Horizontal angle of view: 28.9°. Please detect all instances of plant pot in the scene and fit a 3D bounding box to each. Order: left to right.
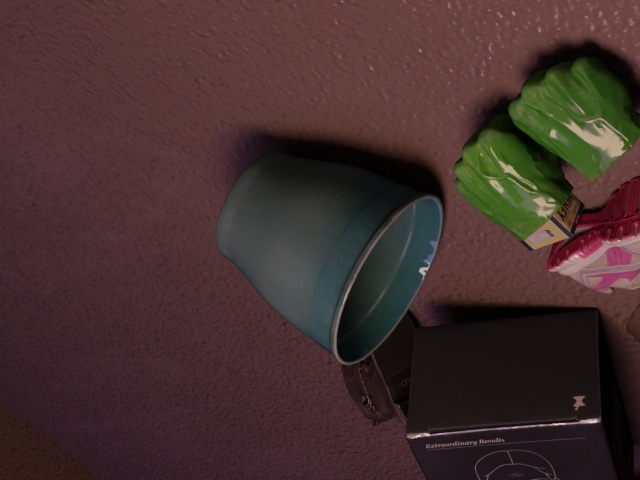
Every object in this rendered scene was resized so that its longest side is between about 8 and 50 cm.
[{"bbox_3d":[0.000,0.000,1.800,0.255,0.271,0.272,30,150,23],"label":"plant pot"}]

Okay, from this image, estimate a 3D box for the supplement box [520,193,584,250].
[{"bbox_3d":[0.299,-0.040,1.702,0.083,0.056,0.083,40,144,-21],"label":"supplement box"}]

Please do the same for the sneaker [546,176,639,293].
[{"bbox_3d":[0.416,0.000,1.652,0.111,0.103,0.252,30,153,-14],"label":"sneaker"}]

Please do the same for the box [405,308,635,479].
[{"bbox_3d":[0.331,0.320,1.981,0.293,0.212,0.395,-7,137,18],"label":"box"}]

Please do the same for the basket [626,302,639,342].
[{"bbox_3d":[0.536,0.148,1.616,0.227,0.154,0.204,56,149,26],"label":"basket"}]

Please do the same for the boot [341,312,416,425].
[{"bbox_3d":[0.091,0.217,2.153,0.229,0.091,0.263,2,112,65],"label":"boot"}]

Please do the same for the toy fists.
[{"bbox_3d":[0.276,-0.122,1.547,0.142,0.096,0.279,39,138,-4],"label":"toy fists"}]
